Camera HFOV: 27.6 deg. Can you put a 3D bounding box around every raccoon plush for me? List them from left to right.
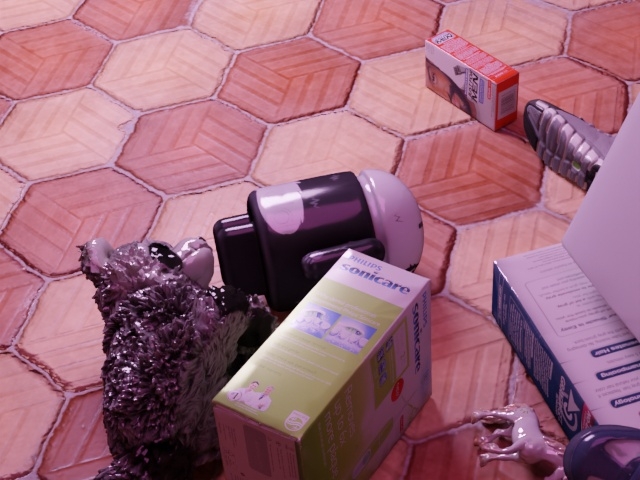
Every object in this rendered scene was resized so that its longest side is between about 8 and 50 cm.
[{"bbox_3d":[-0.255,0.164,1.578,0.299,0.216,0.446,20,47,35],"label":"raccoon plush"}]

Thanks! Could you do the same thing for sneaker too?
[{"bbox_3d":[0.414,-0.143,1.950,0.132,0.086,0.228,-22,54,-26],"label":"sneaker"},{"bbox_3d":[0.403,0.289,1.351,0.319,0.131,0.112,26,92,10],"label":"sneaker"}]

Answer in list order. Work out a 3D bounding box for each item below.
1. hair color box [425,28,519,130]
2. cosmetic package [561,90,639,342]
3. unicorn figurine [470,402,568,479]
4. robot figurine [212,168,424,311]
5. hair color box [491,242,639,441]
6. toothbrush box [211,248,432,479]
[{"bbox_3d":[0.239,-0.256,2.074,0.053,0.093,0.167,-28,46,-24],"label":"hair color box"},{"bbox_3d":[0.573,-0.019,1.516,0.394,0.329,0.327,2,37,-28],"label":"cosmetic package"},{"bbox_3d":[0.240,0.242,1.538,0.111,0.060,0.162,-6,42,0],"label":"unicorn figurine"},{"bbox_3d":[0.001,0.003,1.750,0.278,0.173,0.209,-12,53,-8],"label":"robot figurine"},{"bbox_3d":[0.356,0.148,1.599,0.174,0.105,0.347,-14,42,-11],"label":"hair color box"},{"bbox_3d":[0.012,0.182,1.516,0.122,0.206,0.283,20,46,25],"label":"toothbrush box"}]
